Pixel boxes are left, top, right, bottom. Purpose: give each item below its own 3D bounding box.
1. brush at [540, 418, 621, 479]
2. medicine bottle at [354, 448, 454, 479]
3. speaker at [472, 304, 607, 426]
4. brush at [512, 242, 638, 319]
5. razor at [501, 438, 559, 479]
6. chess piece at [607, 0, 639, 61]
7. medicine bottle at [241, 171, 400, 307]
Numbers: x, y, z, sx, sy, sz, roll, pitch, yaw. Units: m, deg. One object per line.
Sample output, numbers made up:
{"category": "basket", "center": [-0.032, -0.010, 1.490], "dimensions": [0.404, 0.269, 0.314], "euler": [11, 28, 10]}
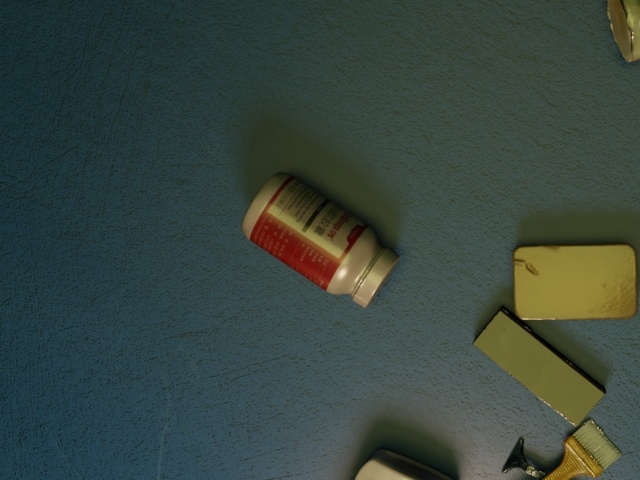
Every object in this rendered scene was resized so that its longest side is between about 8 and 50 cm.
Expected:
{"category": "brush", "center": [0.391, 0.392, 1.853], "dimensions": [0.218, 0.010, 0.082], "euler": [-39, 85, -7]}
{"category": "medicine bottle", "center": [0.101, 0.528, 1.884], "dimensions": [0.179, 0.124, 0.324], "euler": [22, 95, 8]}
{"category": "speaker", "center": [0.361, 0.206, 1.859], "dimensions": [0.218, 0.044, 0.082], "euler": [38, 98, 5]}
{"category": "brush", "center": [0.413, 0.067, 1.835], "dimensions": [0.197, 0.059, 0.123], "euler": [-1, 90, 9]}
{"category": "razor", "center": [0.399, 0.408, 1.870], "dimensions": [0.190, 0.033, 0.066], "euler": [29, 98, 6]}
{"category": "chess piece", "center": [0.582, -0.371, 1.753], "dimensions": [0.243, 0.133, 0.133], "euler": [-14, 91, 6]}
{"category": "medicine bottle", "center": [0.000, 0.000, 1.865], "dimensions": [0.250, 0.131, 0.131], "euler": [33, 98, 7]}
